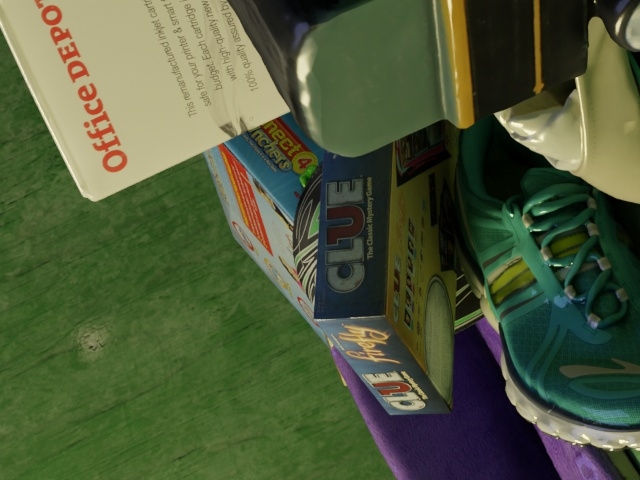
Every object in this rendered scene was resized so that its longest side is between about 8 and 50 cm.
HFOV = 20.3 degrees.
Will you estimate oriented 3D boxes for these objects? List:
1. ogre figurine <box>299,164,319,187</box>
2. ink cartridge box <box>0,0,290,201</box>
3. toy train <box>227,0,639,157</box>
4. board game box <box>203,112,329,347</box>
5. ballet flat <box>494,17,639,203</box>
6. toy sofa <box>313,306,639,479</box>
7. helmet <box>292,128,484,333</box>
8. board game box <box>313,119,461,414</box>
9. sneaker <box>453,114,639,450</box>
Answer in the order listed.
[{"bbox_3d":[0.064,0.012,1.612,0.118,0.096,0.197,-140,26,-80],"label":"ogre figurine"},{"bbox_3d":[-0.071,-0.175,1.138,0.115,0.272,0.198,-121,8,-45],"label":"ink cartridge box"},{"bbox_3d":[0.018,-0.189,0.668,0.142,0.190,0.334,79,165,-64],"label":"toy train"},{"bbox_3d":[0.000,0.000,1.904,0.302,0.086,0.308,49,168,26],"label":"board game box"},{"bbox_3d":[0.106,-0.096,0.829,0.086,0.086,0.248,59,172,45],"label":"ballet flat"},{"bbox_3d":[0.133,0.165,1.374,0.363,0.150,0.177,61,175,32],"label":"toy sofa"},{"bbox_3d":[0.060,-0.004,1.240,0.169,0.161,0.169,155,90,-85],"label":"helmet"},{"bbox_3d":[0.044,-0.038,1.055,0.165,0.042,0.243,55,-145,-61],"label":"board game box"},{"bbox_3d":[0.134,0.017,0.991,0.275,0.107,0.110,-122,18,-52],"label":"sneaker"}]
